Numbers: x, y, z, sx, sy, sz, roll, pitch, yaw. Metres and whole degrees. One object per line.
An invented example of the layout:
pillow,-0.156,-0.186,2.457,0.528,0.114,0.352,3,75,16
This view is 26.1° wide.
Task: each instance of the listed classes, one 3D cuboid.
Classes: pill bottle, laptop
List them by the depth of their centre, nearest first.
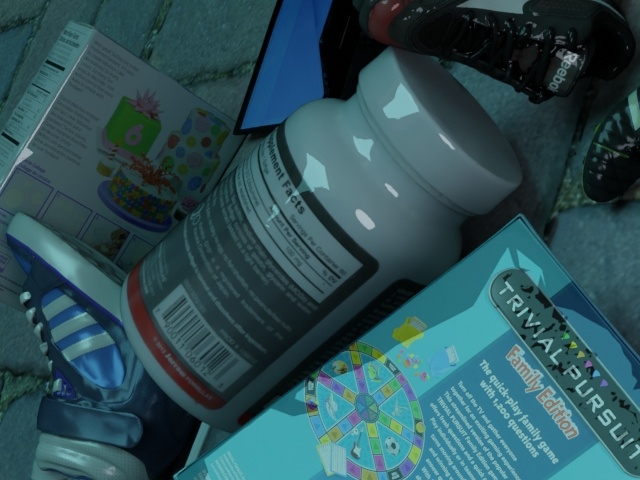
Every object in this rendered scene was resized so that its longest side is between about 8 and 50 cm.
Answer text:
pill bottle,0.000,0.000,1.292,0.363,0.210,0.210,-42,37,21
laptop,-0.019,-0.267,1.586,0.136,0.264,0.234,13,68,9

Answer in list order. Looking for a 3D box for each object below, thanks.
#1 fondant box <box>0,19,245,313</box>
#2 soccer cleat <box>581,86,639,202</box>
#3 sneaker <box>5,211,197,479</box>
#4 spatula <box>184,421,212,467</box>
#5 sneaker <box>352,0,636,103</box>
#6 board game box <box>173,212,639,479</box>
fondant box,-0.277,-0.061,1.664,0.330,0.238,0.096,-58,32,-1
soccer cleat,0.286,-0.102,1.147,0.179,0.060,0.072,-52,36,4
sneaker,-0.280,0.142,1.510,0.323,0.130,0.236,37,91,20
spatula,-0.129,0.293,1.359,0.168,0.019,0.242,28,99,59
sneaker,0.165,-0.187,1.211,0.097,0.276,0.135,-63,40,42
board game box,0.093,0.180,1.009,0.336,0.079,0.254,-37,56,3
